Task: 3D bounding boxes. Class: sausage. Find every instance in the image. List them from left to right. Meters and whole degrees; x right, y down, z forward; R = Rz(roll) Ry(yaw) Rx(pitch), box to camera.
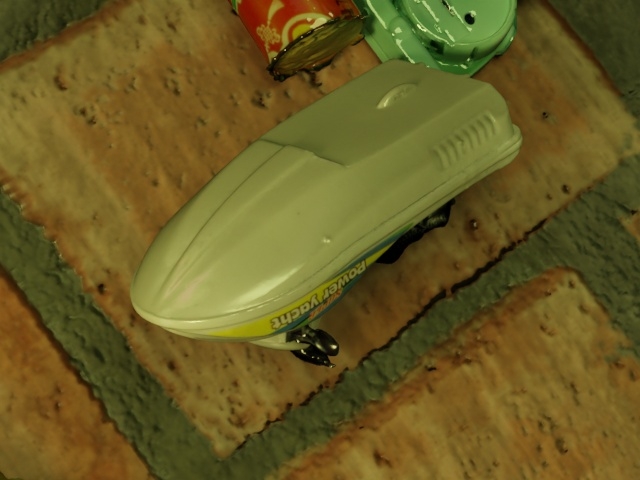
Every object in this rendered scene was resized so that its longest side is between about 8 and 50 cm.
[{"bbox_3d":[-0.067,-0.232,1.275,0.083,0.083,0.264,-28,77,-21],"label":"sausage"}]

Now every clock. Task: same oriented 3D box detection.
[{"bbox_3d":[0.092,-0.166,1.305,0.135,0.041,0.101,-35,82,-22],"label":"clock"}]

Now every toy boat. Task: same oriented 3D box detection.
[{"bbox_3d":[0.002,-0.008,1.189,0.141,0.141,0.269,42,67,3],"label":"toy boat"}]

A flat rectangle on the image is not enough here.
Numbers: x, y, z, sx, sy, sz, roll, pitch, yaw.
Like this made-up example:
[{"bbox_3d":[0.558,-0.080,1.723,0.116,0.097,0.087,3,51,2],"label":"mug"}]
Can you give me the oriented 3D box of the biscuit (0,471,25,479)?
[{"bbox_3d":[-0.290,0.212,1.082,0.187,0.036,0.273,39,67,2],"label":"biscuit"}]
